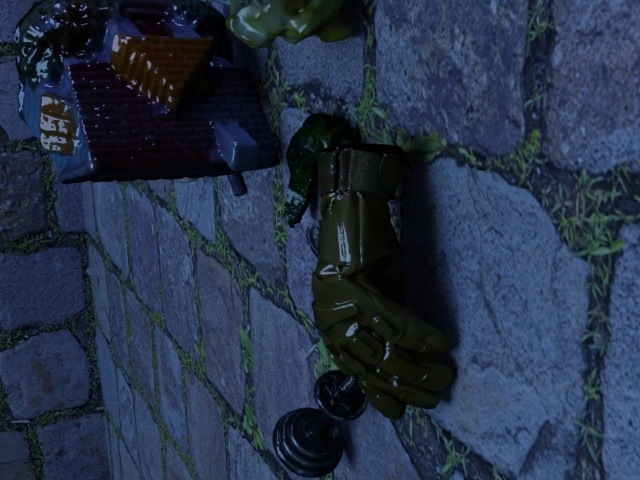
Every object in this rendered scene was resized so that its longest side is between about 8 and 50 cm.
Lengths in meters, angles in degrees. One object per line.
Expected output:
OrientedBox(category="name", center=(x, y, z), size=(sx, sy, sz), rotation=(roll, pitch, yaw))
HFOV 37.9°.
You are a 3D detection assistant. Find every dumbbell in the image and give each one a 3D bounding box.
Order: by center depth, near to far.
OrientedBox(category="dumbbell", center=(0.009, 0.248, 1.326), size=(0.110, 0.110, 0.254), rotation=(67, 148, 31))

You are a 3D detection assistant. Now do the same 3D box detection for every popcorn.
OrientedBox(category="popcorn", center=(-0.047, -0.324, 1.166), size=(0.187, 0.186, 0.167), rotation=(80, -155, -44))

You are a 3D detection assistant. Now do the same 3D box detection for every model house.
OrientedBox(category="model house", center=(-0.274, -0.210, 1.492), size=(0.339, 0.360, 0.297), rotation=(48, 133, 46))

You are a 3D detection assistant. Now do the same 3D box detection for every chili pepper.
OrientedBox(category="chili pepper", center=(-0.005, -0.111, 1.279), size=(0.122, 0.065, 0.279), rotation=(69, 157, 8))

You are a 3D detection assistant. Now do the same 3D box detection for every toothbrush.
OrientedBox(category="toothbrush", center=(-0.201, -0.221, 1.747), size=(0.029, 0.024, 0.354), rotation=(106, 148, -54))

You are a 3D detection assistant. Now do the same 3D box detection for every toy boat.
OrientedBox(category="toy boat", center=(0.000, 0.000, 1.334), size=(0.083, 0.038, 0.038), rotation=(-126, 35, -49))

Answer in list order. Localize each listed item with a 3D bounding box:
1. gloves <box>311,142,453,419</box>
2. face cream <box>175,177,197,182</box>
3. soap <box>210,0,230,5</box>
OrientedBox(category="gloves", center=(0.056, 0.052, 1.087), size=(0.154, 0.141, 0.331), rotation=(-179, 81, -66))
OrientedBox(category="face cream", center=(-0.283, -0.268, 1.803), size=(0.173, 0.081, 0.348), rotation=(-121, 24, -49))
OrientedBox(category="soap", center=(-0.125, -0.421, 1.364), size=(0.261, 0.094, 0.150), rotation=(37, 151, 60))
